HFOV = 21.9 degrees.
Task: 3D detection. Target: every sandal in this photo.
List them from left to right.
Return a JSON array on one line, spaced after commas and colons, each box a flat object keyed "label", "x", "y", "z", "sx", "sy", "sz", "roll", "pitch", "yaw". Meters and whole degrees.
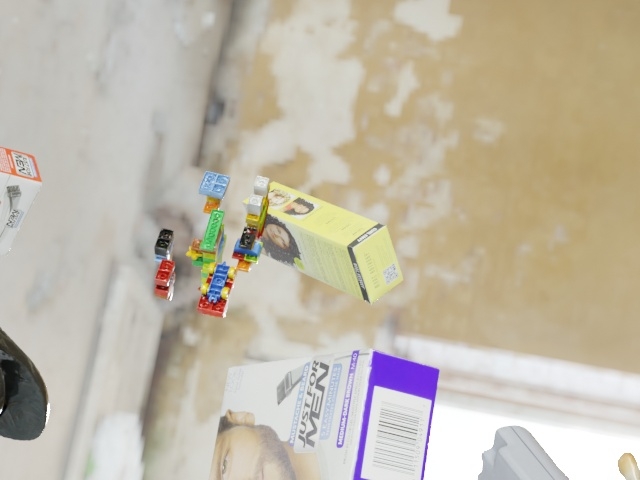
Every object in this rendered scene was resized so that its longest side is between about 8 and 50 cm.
[{"label": "sandal", "x": -0.529, "y": 0.154, "z": 2.329, "sx": 0.107, "sy": 0.167, "sz": 0.446, "roll": -76, "pitch": 151, "yaw": -44}]

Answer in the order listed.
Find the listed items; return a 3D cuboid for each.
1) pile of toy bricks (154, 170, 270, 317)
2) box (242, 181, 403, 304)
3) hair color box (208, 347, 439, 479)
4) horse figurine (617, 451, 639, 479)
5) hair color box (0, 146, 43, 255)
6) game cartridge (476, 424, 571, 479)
[{"label": "pile of toy bricks", "x": -0.130, "y": 0.021, "z": 1.982, "sx": 0.105, "sy": 0.118, "sz": 0.212, "roll": 95, "pitch": 9, "yaw": -49}, {"label": "box", "x": 0.000, "y": 0.000, "z": 2.045, "sx": 0.058, "sy": 0.232, "sz": 0.087, "roll": -35, "pitch": 123, "yaw": -25}, {"label": "hair color box", "x": -0.005, "y": 0.240, "z": 1.990, "sx": 0.339, "sy": 0.110, "sz": 0.185, "roll": -16, "pitch": -119, "yaw": 58}, {"label": "horse figurine", "x": 0.221, "y": 0.176, "z": 0.911, "sx": 0.263, "sy": 0.066, "sz": 0.174, "roll": 101, "pitch": -26, "yaw": -58}, {"label": "hair color box", "x": -0.357, "y": -0.051, "z": 1.548, "sx": 0.093, "sy": 0.167, "sz": 0.053, "roll": -59, "pitch": -147, "yaw": 26}, {"label": "game cartridge", "x": 0.174, "y": 0.320, "z": 1.312, "sx": 0.196, "sy": 0.060, "sz": 0.294, "roll": -122, "pitch": -149, "yaw": -56}]
